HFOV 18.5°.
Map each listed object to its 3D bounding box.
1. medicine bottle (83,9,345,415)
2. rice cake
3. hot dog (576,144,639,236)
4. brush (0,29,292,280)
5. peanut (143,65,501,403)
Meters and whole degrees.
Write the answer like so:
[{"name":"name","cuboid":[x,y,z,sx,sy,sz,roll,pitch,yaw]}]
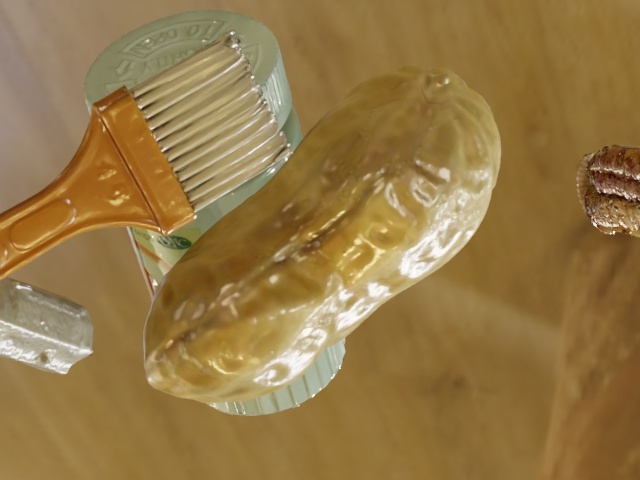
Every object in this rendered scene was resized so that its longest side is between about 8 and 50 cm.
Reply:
[{"name":"medicine bottle","cuboid":[-0.076,-0.014,1.585,0.158,0.158,0.318,1,131,19]},{"name":"rice cake","cuboid":[-0.224,0.043,1.278,0.052,0.057,0.256,3,169,21]},{"name":"hot dog","cuboid":[0.322,-0.052,2.023,0.192,0.053,0.099,-3,111,67]},{"name":"brush","cuboid":[-0.164,-0.001,1.041,0.314,0.017,0.090,-31,118,-7]},{"name":"peanut","cuboid":[0.000,0.000,1.348,0.147,0.305,0.147,48,172,9]}]
